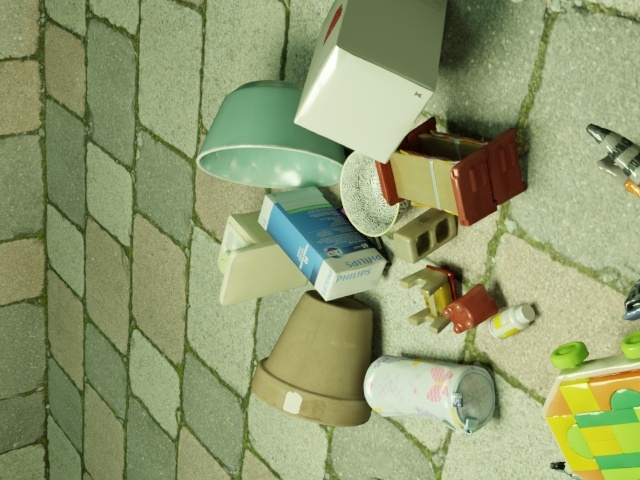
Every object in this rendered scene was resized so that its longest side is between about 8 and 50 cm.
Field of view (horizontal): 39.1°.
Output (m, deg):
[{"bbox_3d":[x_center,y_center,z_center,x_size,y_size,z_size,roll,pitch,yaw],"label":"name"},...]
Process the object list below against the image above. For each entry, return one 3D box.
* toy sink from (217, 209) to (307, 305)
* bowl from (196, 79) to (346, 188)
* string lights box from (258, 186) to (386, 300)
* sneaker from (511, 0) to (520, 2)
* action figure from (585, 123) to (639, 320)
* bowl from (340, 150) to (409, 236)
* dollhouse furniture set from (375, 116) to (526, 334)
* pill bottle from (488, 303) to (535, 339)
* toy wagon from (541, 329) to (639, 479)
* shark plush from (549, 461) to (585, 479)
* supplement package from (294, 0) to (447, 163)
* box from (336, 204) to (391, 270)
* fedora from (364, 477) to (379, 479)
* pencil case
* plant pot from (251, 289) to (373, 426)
[{"bbox_3d":[-0.140,0.027,1.986,0.131,0.234,0.153,46,134,35],"label":"toy sink"},{"bbox_3d":[-0.091,-0.219,1.834,0.311,0.311,0.163,-13,70,54],"label":"bowl"},{"bbox_3d":[0.000,0.000,1.825,0.260,0.133,0.077,48,135,35],"label":"string lights box"},{"bbox_3d":[0.316,-0.419,1.419,0.037,0.032,0.083,1,106,39],"label":"sneaker"},{"bbox_3d":[0.472,-0.006,1.218,0.341,0.178,0.330,-51,51,46],"label":"action figure"},{"bbox_3d":[0.121,-0.098,1.729,0.170,0.080,0.170,22,118,49],"label":"bowl"},{"bbox_3d":[0.243,-0.011,1.573,0.201,0.152,0.374,21,134,48],"label":"dollhouse furniture set"},{"bbox_3d":[0.331,0.139,1.552,0.083,0.043,0.043,-40,69,50],"label":"pill bottle"},{"bbox_3d":[0.490,0.258,1.291,0.344,0.068,0.267,-20,101,45],"label":"toy wagon"},{"bbox_3d":[0.438,0.394,1.482,0.161,0.073,0.067,-13,121,49],"label":"shark plush"},{"bbox_3d":[0.089,-0.310,1.505,0.177,0.175,0.293,124,165,-44],"label":"supplement package"},{"bbox_3d":[0.078,0.001,1.860,0.116,0.029,0.162,-36,72,51],"label":"box"},{"bbox_3d":[0.118,0.654,1.924,0.275,0.124,0.244,37,128,41],"label":"fedora"},{"bbox_3d":[0.203,0.288,1.708,0.273,0.113,0.124,0,91,54],"label":"pencil case"},{"bbox_3d":[0.007,0.231,1.869,0.263,0.263,0.229,24,103,48],"label":"plant pot"}]
